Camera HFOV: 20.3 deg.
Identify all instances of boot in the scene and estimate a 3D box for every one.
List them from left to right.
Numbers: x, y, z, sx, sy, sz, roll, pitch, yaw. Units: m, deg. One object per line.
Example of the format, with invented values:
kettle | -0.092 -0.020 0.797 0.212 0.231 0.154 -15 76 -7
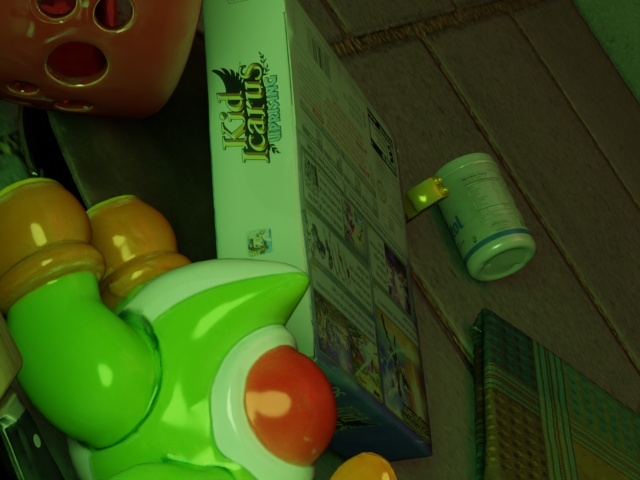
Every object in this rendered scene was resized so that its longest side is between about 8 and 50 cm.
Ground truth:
boot | -0.113 -0.066 1.127 0.207 0.090 0.248 28 38 -57

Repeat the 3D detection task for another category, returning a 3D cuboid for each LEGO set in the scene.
LEGO set | 0.043 -0.037 1.439 0.087 0.093 0.227 58 20 2

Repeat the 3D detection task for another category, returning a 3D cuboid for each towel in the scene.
towel | 0.278 0.232 1.546 0.370 0.040 0.271 35 25 -14

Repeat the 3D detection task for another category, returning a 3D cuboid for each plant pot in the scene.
plant pot | -0.168 -0.167 0.980 0.174 0.191 0.191 3 46 -20

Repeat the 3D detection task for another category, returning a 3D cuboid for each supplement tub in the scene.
supplement tub | 0.155 -0.022 1.707 0.071 0.071 0.107 25 36 -55

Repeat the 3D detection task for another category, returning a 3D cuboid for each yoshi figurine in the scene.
yoshi figurine | -0.063 0.153 0.880 0.362 0.203 0.203 50 -24 22

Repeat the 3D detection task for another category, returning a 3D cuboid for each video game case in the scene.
video game case | 0.000 0.000 1.158 0.269 0.061 0.244 47 34 -64

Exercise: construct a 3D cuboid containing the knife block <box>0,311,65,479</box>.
knife block | -0.164 0.037 0.661 0.242 0.276 0.088 24 24 -2
